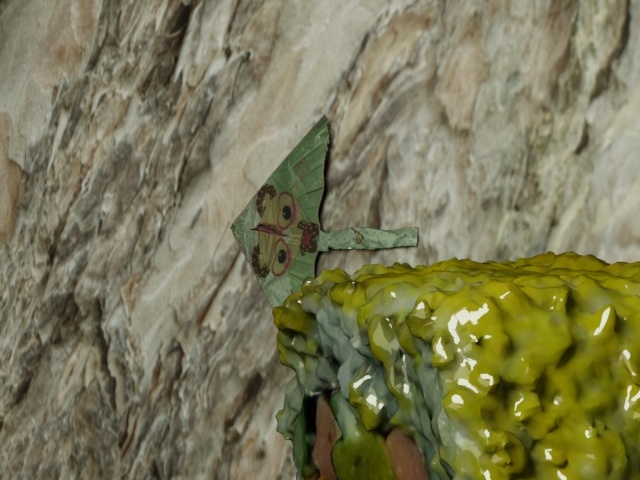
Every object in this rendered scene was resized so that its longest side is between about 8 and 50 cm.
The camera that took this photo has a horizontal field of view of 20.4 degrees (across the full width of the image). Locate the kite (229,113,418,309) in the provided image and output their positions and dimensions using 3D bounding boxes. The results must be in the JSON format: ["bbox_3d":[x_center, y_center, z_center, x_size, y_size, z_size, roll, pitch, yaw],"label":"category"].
[{"bbox_3d":[-0.001,0.000,1.611,0.250,0.012,0.229,4,92,49],"label":"kite"}]

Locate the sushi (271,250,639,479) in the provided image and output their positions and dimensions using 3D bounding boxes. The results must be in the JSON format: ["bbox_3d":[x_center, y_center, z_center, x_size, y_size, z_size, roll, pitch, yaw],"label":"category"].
[{"bbox_3d":[0.119,0.186,1.225,0.396,0.240,0.351,-175,81,-67],"label":"sushi"}]
